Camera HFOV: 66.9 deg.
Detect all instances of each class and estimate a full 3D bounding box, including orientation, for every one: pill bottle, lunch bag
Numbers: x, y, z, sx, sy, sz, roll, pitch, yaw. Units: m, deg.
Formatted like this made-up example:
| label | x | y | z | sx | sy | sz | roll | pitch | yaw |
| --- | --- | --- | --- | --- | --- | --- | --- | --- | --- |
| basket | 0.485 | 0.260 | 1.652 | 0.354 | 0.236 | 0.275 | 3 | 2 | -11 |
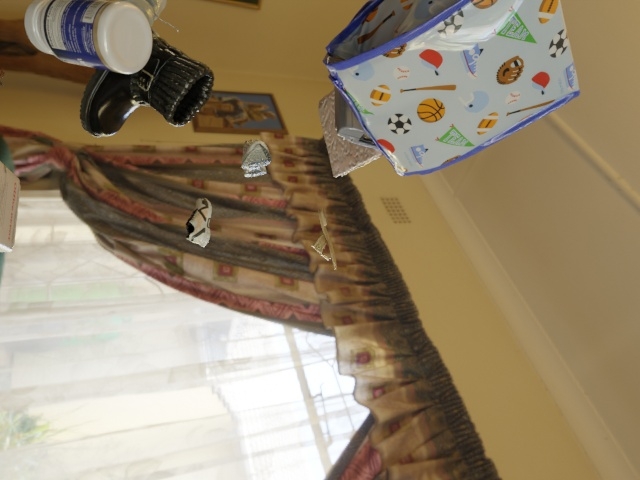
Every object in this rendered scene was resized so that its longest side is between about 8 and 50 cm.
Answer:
| label | x | y | z | sx | sy | sz | roll | pitch | yaw |
| --- | --- | --- | --- | --- | --- | --- | --- | --- | --- |
| pill bottle | -0.539 | -0.481 | 1.121 | 0.265 | 0.153 | 0.153 | 17 | -65 | 21 |
| lunch bag | 0.238 | -0.334 | 0.931 | 0.385 | 0.328 | 0.239 | -32 | -139 | 15 |

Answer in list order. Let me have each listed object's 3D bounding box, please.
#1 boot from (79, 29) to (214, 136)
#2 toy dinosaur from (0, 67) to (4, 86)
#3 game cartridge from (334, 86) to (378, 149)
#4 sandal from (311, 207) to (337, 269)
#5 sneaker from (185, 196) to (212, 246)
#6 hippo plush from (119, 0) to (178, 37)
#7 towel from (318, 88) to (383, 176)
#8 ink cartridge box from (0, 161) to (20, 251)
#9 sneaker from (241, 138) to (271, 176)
| label | x | y | z | sx | sy | sz | roll | pitch | yaw |
| --- | --- | --- | --- | --- | --- | --- | --- | --- | --- |
| boot | -0.453 | -0.359 | 1.254 | 0.260 | 0.131 | 0.348 | 39 | -67 | 7 |
| toy dinosaur | -0.827 | -0.377 | 1.218 | 0.082 | 0.047 | 0.090 | -29 | -153 | 32 |
| game cartridge | 0.175 | -0.303 | 1.189 | 0.060 | 0.294 | 0.196 | 129 | -35 | -52 |
| sandal | 0.001 | 0.000 | 1.850 | 0.088 | 0.079 | 0.240 | -43 | 121 | -83 |
| sneaker | -0.241 | -0.042 | 0.956 | 0.040 | 0.044 | 0.109 | -36 | -131 | 38 |
| hippo plush | -0.602 | -0.673 | 1.499 | 0.236 | 0.294 | 0.234 | -39 | -167 | 36 |
| towel | 0.108 | -0.422 | 1.790 | 0.332 | 0.053 | 0.317 | -13 | -90 | 62 |
| ink cartridge box | -0.633 | -0.074 | 0.880 | 0.218 | 0.092 | 0.158 | 141 | -51 | -72 |
| sneaker | -0.253 | -0.325 | 1.810 | 0.297 | 0.111 | 0.129 | 158 | -78 | -75 |
